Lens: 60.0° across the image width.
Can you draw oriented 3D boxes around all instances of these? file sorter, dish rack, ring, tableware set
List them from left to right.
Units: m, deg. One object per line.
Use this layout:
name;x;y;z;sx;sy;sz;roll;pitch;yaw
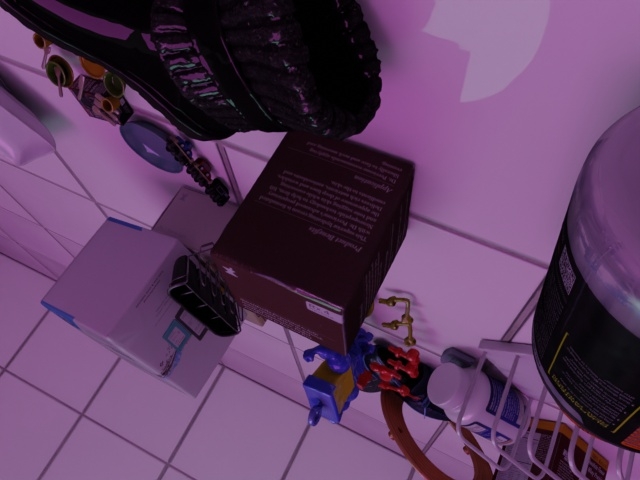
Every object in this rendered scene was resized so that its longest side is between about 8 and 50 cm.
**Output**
tableware set;-0.343;-0.236;0.785;0.154;0.024;0.104;40;132;1
dish rack;-0.092;0.061;0.927;0.271;0.074;0.208;-17;146;9
ring;0.260;0.453;1.251;0.336;0.032;0.337;35;-159;-15
file sorter;0.391;0.292;0.878;0.193;0.173;0.277;42;153;-28

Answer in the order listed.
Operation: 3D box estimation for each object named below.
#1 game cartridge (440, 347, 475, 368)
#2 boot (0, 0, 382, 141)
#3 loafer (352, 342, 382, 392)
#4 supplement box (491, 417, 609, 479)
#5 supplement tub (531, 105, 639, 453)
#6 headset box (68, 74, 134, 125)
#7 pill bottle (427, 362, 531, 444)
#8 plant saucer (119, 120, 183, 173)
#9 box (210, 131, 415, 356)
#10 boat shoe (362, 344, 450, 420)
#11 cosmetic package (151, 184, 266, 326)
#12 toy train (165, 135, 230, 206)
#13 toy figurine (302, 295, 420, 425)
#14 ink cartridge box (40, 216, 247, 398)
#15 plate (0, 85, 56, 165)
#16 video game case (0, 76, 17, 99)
game cartridge;0.269;0.237;1.101;0.055;0.017;0.083;23;156;6
boot;-0.125;-0.213;0.485;0.348;0.131;0.260;34;166;-37
loafer;0.095;0.294;1.363;0.096;0.084;0.267;-19;140;19
supplement box;0.488;0.513;1.185;0.191;0.194;0.129;40;154;-23
supplement tub;0.297;0.058;0.469;0.207;0.207;0.338;19;155;22
headset box;-0.340;-0.216;0.853;0.083;0.032;0.062;18;154;21
pill bottle;0.301;0.309;1.065;0.186;0.112;0.112;32;157;-23
plant saucer;-0.271;-0.157;0.908;0.119;0.021;0.119;23;156;11
box;0.000;0.000;0.692;0.168;0.203;0.167;23;156;15
boat shoe;0.211;0.322;1.229;0.258;0.109;0.089;26;153;2
cosmetic package;-0.188;0.041;1.103;0.160;0.113;0.309;20;156;22
toy train;-0.194;-0.113;0.892;0.027;0.036;0.158;38;170;43
toy figurine;0.054;0.259;1.052;0.191;0.217;0.363;24;145;29
ink cartridge box;-0.311;0.128;1.028;0.198;0.197;0.270;16;153;32
plate;-0.642;-0.257;1.039;0.278;0.045;0.277;-1;142;49
video game case;-0.668;-0.309;1.048;0.201;0.023;0.183;24;156;11
